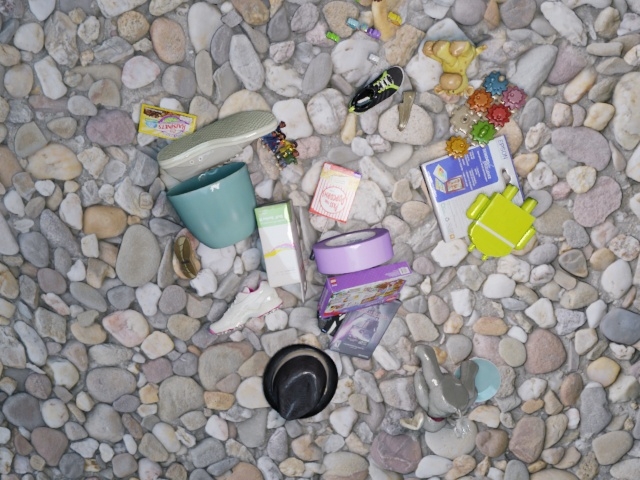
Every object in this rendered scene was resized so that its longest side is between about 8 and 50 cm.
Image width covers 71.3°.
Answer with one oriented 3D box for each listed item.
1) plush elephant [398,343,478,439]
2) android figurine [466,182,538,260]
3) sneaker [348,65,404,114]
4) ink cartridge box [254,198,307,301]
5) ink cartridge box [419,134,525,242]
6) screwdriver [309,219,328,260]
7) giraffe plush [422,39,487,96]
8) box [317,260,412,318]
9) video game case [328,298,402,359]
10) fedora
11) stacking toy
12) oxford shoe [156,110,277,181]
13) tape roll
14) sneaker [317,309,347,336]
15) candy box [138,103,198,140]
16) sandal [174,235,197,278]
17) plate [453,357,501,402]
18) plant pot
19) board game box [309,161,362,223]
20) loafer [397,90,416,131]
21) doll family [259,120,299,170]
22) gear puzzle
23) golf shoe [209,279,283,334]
[{"bbox_3d":[0.435,0.600,1.666,0.271,0.330,0.255,16,138,-17],"label":"plush elephant"},{"bbox_3d":[0.631,-0.055,1.570,0.248,0.056,0.273,31,102,-5],"label":"android figurine"},{"bbox_3d":[0.199,-0.516,1.552,0.234,0.097,0.084,-39,96,9],"label":"sneaker"},{"bbox_3d":[-0.136,0.038,1.616,0.119,0.207,0.354,-9,99,3],"label":"ink cartridge box"},{"bbox_3d":[0.550,-0.183,1.612,0.307,0.072,0.304,-19,98,4],"label":"ink cartridge box"},{"bbox_3d":[0.000,0.000,1.697,0.025,0.024,0.170,32,100,27],"label":"screwdriver"},{"bbox_3d":[0.449,-0.579,1.515,0.210,0.181,0.171,-8,114,-30],"label":"giraffe plush"},{"bbox_3d":[0.146,0.169,1.524,0.293,0.201,0.057,-11,58,-19],"label":"box"},{"bbox_3d":[0.171,0.321,1.702,0.196,0.026,0.274,22,103,-28],"label":"video game case"},{"bbox_3d":[-0.086,0.577,1.739,0.333,0.152,0.334,1,100,3],"label":"fedora"},{"bbox_3d":[0.148,-0.733,1.544,0.221,0.052,0.167,27,99,0],"label":"stacking toy"},{"bbox_3d":[-0.359,-0.339,1.606,0.449,0.169,0.130,-23,133,0],"label":"oxford shoe"},{"bbox_3d":[0.114,0.033,1.567,0.274,0.275,0.090,-11,100,5],"label":"tape roll"},{"bbox_3d":[0.052,0.266,1.712,0.121,0.079,0.217,18,101,-1],"label":"sneaker"},{"bbox_3d":[-0.562,-0.429,1.647,0.205,0.027,0.105,13,104,1],"label":"candy box"},{"bbox_3d":[-0.515,0.061,1.727,0.072,0.049,0.180,-5,115,10],"label":"sandal"},{"bbox_3d":[0.614,0.548,1.760,0.188,0.024,0.188,1,100,4],"label":"plate"},{"bbox_3d":[-0.353,-0.113,1.572,0.292,0.293,0.235,-19,112,6],"label":"plant pot"},{"bbox_3d":[0.056,-0.176,1.649,0.146,0.045,0.194,17,101,0],"label":"board game box"},{"bbox_3d":[0.295,-0.460,1.582,0.050,0.056,0.148,16,91,1],"label":"loafer"},{"bbox_3d":[-0.142,-0.350,1.615,0.111,0.076,0.193,-37,93,13],"label":"doll family"},{"bbox_3d":[0.549,-0.426,1.540,0.175,0.044,0.339,42,92,8],"label":"gear puzzle"},{"bbox_3d":[-0.301,0.259,1.726,0.306,0.115,0.140,-26,87,1],"label":"golf shoe"}]
